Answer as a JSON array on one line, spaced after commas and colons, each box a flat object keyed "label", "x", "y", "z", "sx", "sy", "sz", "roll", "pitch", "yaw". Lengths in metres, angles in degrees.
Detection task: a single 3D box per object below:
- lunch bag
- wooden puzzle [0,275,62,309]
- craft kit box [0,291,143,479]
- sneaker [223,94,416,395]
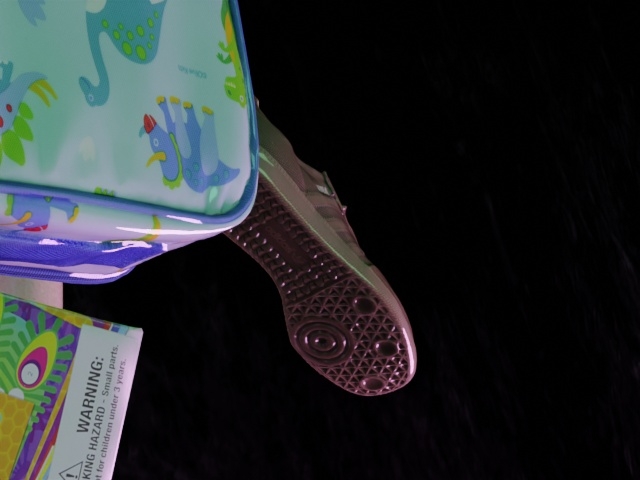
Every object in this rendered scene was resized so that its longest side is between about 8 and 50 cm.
[{"label": "lunch bag", "x": -0.118, "y": -0.074, "z": 0.647, "sx": 0.219, "sy": 0.090, "sz": 0.176, "roll": 7, "pitch": 67, "yaw": -55}, {"label": "wooden puzzle", "x": -0.183, "y": 0.000, "z": 0.659, "sx": 0.348, "sy": 0.080, "sz": 0.322, "roll": 31, "pitch": 48, "yaw": -52}, {"label": "craft kit box", "x": -0.174, "y": 0.118, "z": 0.526, "sx": 0.247, "sy": 0.061, "sz": 0.250, "roll": 19, "pitch": 80, "yaw": -47}, {"label": "sneaker", "x": 0.000, "y": 0.000, "z": 1.006, "sx": 0.188, "sy": 0.066, "sz": 0.071, "roll": 55, "pitch": 31, "yaw": -31}]
